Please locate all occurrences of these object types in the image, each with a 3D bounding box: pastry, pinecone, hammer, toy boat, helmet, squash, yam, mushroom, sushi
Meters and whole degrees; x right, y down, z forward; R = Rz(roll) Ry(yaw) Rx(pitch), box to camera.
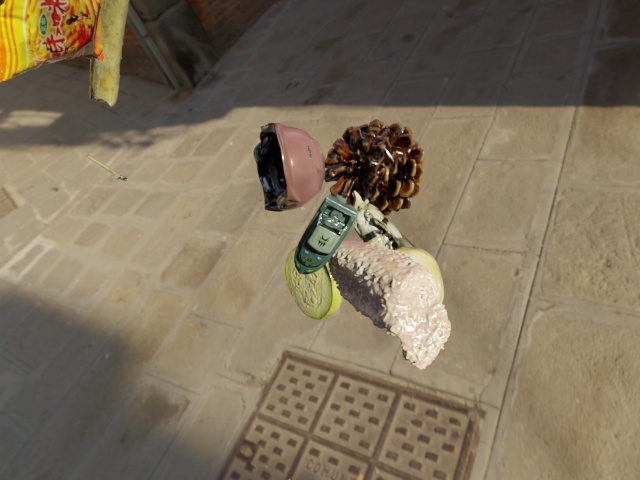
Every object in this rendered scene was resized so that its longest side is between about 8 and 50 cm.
[{"bbox_3d":[0.095,0.066,0.673,0.103,0.112,0.265,-22,36,-20],"label":"pastry"},{"bbox_3d":[0.191,-0.279,1.732,0.398,0.397,0.397,-16,43,15],"label":"pinecone"},{"bbox_3d":[-0.721,-0.245,1.478,0.182,0.062,0.017,31,95,18],"label":"hammer"},{"bbox_3d":[0.000,0.000,0.652,0.141,0.055,0.060,-58,8,32],"label":"toy boat"},{"bbox_3d":[-0.083,-0.230,1.390,0.198,0.338,0.270,-8,79,-23],"label":"helmet"},{"bbox_3d":[-0.025,0.130,1.440,0.049,0.251,0.252,-15,30,-36],"label":"squash"},{"bbox_3d":[-0.537,-0.527,1.118,0.083,0.371,0.083,17,26,-9],"label":"yam"},{"bbox_3d":[0.164,0.076,0.795,0.112,0.148,0.147,-17,42,24],"label":"mushroom"},{"bbox_3d":[0.156,-0.013,1.282,0.109,0.273,0.134,-46,-3,20],"label":"sushi"}]

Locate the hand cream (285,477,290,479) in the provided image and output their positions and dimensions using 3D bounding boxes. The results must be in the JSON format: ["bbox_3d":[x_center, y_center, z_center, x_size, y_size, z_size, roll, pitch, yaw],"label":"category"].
[{"bbox_3d":[-0.082,0.526,0.894,0.054,0.186,0.087,16,60,10],"label":"hand cream"}]

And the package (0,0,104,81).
[{"bbox_3d":[-0.484,-0.404,0.778,0.109,0.223,0.288,27,32,1],"label":"package"}]
